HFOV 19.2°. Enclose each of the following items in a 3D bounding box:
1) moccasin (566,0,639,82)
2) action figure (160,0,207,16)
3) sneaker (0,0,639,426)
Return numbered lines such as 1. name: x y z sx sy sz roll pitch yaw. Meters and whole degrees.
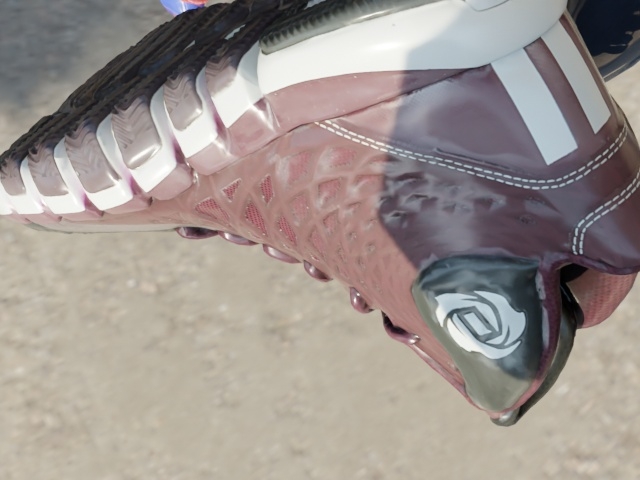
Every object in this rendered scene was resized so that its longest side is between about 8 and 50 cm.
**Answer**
1. moccasin: 0.065 -0.184 0.577 0.117 0.342 0.138 -29 58 -7
2. action figure: -0.041 -0.141 0.853 0.091 0.280 0.139 -41 56 -6
3. sneaker: 0.000 0.000 0.633 0.281 0.106 0.162 -13 116 54
